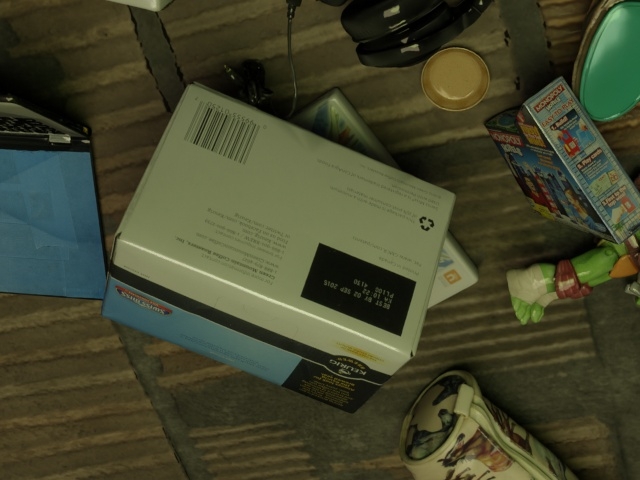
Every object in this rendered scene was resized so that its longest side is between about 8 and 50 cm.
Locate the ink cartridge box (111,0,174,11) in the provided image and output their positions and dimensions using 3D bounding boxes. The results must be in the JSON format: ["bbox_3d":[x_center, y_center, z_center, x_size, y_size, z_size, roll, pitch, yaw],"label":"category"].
[{"bbox_3d":[-0.306,-0.438,1.231,0.303,0.072,0.307,14,120,11],"label":"ink cartridge box"}]

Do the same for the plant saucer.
[{"bbox_3d":[0.166,-0.200,1.344,0.083,0.015,0.083,4,121,7],"label":"plant saucer"}]

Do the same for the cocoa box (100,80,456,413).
[{"bbox_3d":[-0.054,0.019,1.302,0.347,0.231,0.228,22,151,-5],"label":"cocoa box"}]

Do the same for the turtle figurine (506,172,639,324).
[{"bbox_3d":[0.388,0.073,1.368,0.266,0.198,0.275,-17,113,22],"label":"turtle figurine"}]

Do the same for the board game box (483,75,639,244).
[{"bbox_3d":[0.281,-0.105,1.300,0.060,0.194,0.194,-36,112,-9],"label":"board game box"}]

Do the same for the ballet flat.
[{"bbox_3d":[0.359,-0.284,1.212,0.107,0.106,0.316,14,122,-7],"label":"ballet flat"}]

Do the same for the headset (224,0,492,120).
[{"bbox_3d":[0.044,-0.300,1.261,0.243,0.185,0.394,40,103,-18],"label":"headset"}]

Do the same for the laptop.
[{"bbox_3d":[-0.506,-0.052,1.418,0.382,0.408,0.236,3,87,7],"label":"laptop"}]

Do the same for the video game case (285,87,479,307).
[{"bbox_3d":[0.000,0.000,1.477,0.300,0.036,0.329,-31,111,23],"label":"video game case"}]

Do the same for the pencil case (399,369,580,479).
[{"bbox_3d":[0.291,0.360,1.569,0.410,0.160,0.183,42,134,-15],"label":"pencil case"}]
